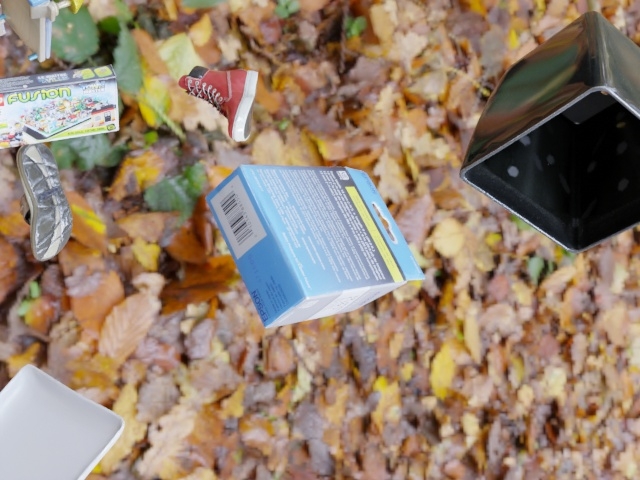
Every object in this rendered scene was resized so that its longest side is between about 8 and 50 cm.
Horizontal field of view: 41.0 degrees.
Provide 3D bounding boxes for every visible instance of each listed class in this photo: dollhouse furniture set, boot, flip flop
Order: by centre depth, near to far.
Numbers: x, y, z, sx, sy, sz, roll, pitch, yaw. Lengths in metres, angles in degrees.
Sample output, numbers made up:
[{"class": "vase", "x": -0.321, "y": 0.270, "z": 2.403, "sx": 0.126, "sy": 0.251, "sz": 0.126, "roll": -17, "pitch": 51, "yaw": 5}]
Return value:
[{"class": "dollhouse furniture set", "x": -0.538, "y": -0.484, "z": 1.645, "sx": 0.198, "sy": 0.286, "sz": 0.303, "roll": -35, "pitch": 78, "yaw": -28}, {"class": "boot", "x": -0.235, "y": -0.309, "z": 1.906, "sx": 0.244, "sy": 0.176, "sz": 0.088, "roll": -90, "pitch": -171, "yaw": -50}, {"class": "flip flop", "x": -0.640, "y": -0.090, "z": 1.938, "sx": 0.112, "sy": 0.080, "sz": 0.277, "roll": -33, "pitch": 124, "yaw": -48}]

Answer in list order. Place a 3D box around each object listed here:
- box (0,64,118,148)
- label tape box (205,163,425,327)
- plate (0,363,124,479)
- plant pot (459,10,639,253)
[{"class": "box", "x": -0.433, "y": -0.215, "z": 1.378, "sx": 0.114, "sy": 0.207, "sz": 0.036, "roll": 100, "pitch": -31, "yaw": -46}, {"class": "label tape box", "x": 0.000, "y": 0.000, "z": 1.475, "sx": 0.347, "sy": 0.115, "sz": 0.249, "roll": -4, "pitch": 61, "yaw": -53}, {"class": "plate", "x": -0.462, "y": 0.349, "z": 1.319, "sx": 0.277, "sy": 0.278, "sz": 0.045, "roll": -52, "pitch": 137, "yaw": -25}, {"class": "plant pot", "x": 0.282, "y": -0.127, "z": 0.915, "sx": 0.188, "sy": 0.187, "sz": 0.167, "roll": 29, "pitch": 51, "yaw": -24}]
